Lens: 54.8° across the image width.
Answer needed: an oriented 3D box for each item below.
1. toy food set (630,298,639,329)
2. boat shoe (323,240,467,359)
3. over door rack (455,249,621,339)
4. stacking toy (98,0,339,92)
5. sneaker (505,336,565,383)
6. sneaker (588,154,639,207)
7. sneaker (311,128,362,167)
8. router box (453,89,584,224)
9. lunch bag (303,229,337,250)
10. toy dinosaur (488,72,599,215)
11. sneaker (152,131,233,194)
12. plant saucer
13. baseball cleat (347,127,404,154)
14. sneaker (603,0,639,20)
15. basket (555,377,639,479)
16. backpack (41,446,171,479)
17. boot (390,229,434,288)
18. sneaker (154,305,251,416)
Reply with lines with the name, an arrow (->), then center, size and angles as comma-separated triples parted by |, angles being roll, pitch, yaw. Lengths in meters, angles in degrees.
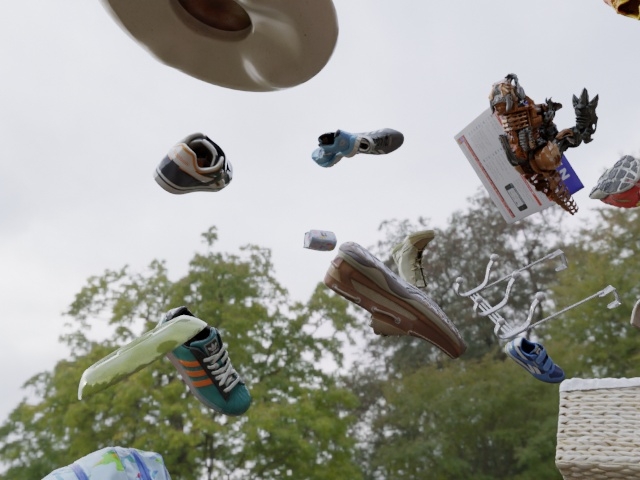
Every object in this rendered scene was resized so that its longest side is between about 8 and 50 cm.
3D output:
toy food set -> 0.805, 0.143, 1.210 | 0.220, 0.092, 0.306 | 17, -29, -8
boat shoe -> 0.147, 0.137, 1.247 | 0.116, 0.324, 0.123 | -52, -4, 9
over door rack -> 0.534, 0.112, 1.548 | 0.325, 0.239, 0.108 | -16, -64, -7
stacking toy -> -0.094, -0.495, 0.895 | 0.351, 0.479, 0.350 | 15, -18, 5
sneaker -> 0.493, 0.271, 1.400 | 0.144, 0.053, 0.059 | 32, -41, 8
sneaker -> 0.764, -0.134, 1.526 | 0.118, 0.107, 0.279 | 30, 5, 10
sneaker -> 0.022, -0.208, 1.332 | 0.073, 0.063, 0.162 | 29, -22, -23
router box -> 0.572, -0.236, 1.822 | 0.082, 0.335, 0.301 | -30, -3, -17
lunch bag -> 0.000, 0.000, 1.571 | 0.071, 0.053, 0.083 | 8, -4, -14
toy dinosaur -> 0.450, -0.199, 1.274 | 0.164, 0.218, 0.321 | 19, -39, 42
sneaker -> -0.289, -0.199, 1.576 | 0.127, 0.126, 0.321 | -47, -3, 21
plant saucer -> -0.310, 0.190, 1.059 | 0.241, 0.037, 0.241 | -28, 4, 2
baseball cleat -> 0.134, -0.243, 1.566 | 0.206, 0.109, 0.072 | -9, -70, -18
sneaker -> 0.656, -0.517, 1.325 | 0.068, 0.175, 0.064 | -12, -59, -6
basket -> 0.801, 0.551, 1.567 | 0.332, 0.266, 0.328 | -12, -59, 38
backpack -> -0.307, 0.499, 0.933 | 0.273, 0.355, 0.290 | -34, -7, -32
boot -> 0.307, 0.067, 1.951 | 0.077, 0.165, 0.213 | -1, -22, -27
sneaker -> -0.266, 0.284, 1.455 | 0.302, 0.108, 0.121 | 46, -48, 2
